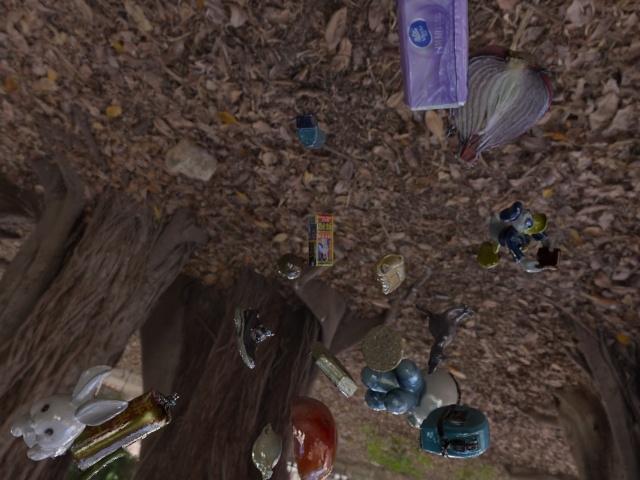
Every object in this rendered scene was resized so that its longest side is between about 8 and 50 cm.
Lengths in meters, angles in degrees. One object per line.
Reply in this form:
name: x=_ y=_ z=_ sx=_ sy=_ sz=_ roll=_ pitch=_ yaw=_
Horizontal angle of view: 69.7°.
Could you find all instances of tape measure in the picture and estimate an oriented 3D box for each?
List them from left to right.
tape measure: x=0.282 y=0.394 z=0.948 sx=0.125 sy=0.081 sz=0.146 roll=-6 pitch=-176 yaw=32

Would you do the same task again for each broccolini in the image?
broccolini: x=-0.513 y=0.519 z=0.962 sx=0.054 sy=0.239 sz=0.051 roll=40 pitch=121 yaw=12

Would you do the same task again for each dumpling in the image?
dumpling: x=-0.212 y=0.818 z=1.775 sx=0.111 sy=0.181 sz=0.155 roll=30 pitch=121 yaw=4

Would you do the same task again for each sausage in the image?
sausage: x=-0.559 y=0.534 z=1.329 sx=0.125 sy=0.317 sz=0.117 roll=57 pitch=158 yaw=24

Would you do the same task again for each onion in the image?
onion: x=0.498 y=-0.388 z=1.333 sx=0.267 sy=0.159 sz=0.349 roll=34 pitch=136 yaw=12

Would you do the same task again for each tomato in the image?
tomato: x=-0.009 y=0.720 z=1.678 sx=0.143 sy=0.339 sz=0.338 roll=-10 pitch=147 yaw=5

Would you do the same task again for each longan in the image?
longan: x=-0.106 y=0.092 z=1.721 sx=0.106 sy=0.119 sz=0.106 roll=51 pitch=156 yaw=33

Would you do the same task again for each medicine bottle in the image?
medicine bottle: x=-0.033 y=-0.424 z=1.810 sx=0.079 sy=0.124 sz=0.258 roll=-4 pitch=-175 yaw=10

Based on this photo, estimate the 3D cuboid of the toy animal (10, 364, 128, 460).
toy animal: x=-0.478 y=0.326 z=0.864 sx=0.220 sy=0.104 sz=0.130 roll=-41 pitch=157 yaw=27

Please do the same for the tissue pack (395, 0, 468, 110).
tissue pack: x=0.262 y=-0.501 z=1.078 sx=0.160 sy=0.242 sz=0.339 roll=-1 pitch=123 yaw=16

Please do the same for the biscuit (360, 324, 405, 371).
biscuit: x=0.196 y=0.344 z=1.463 sx=0.151 sy=0.152 sz=0.020 roll=-2 pitch=163 yaw=35

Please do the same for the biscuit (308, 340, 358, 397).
biscuit: x=0.036 y=0.352 z=1.270 sx=0.150 sy=0.052 sz=0.252 roll=46 pitch=174 yaw=1

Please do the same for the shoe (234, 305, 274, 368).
shoe: x=-0.175 y=0.252 z=1.232 sx=0.099 sy=0.169 sz=0.071 roll=-11 pitch=154 yaw=-8

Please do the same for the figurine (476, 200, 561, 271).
figurine: x=0.663 y=-0.002 z=1.548 sx=0.284 sy=0.204 sz=0.338 roll=53 pitch=177 yaw=39

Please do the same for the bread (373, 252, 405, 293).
bread: x=0.278 y=0.127 z=1.862 sx=0.081 sy=0.134 sz=0.225 roll=49 pitch=169 yaw=35

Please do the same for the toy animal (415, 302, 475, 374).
toy animal: x=0.423 y=0.278 z=1.564 sx=0.205 sy=0.367 sz=0.081 roll=-39 pitch=107 yaw=21

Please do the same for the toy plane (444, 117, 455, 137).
toy plane: x=0.446 y=-0.383 z=1.558 sx=0.024 sy=0.078 sz=0.084 roll=6 pitch=131 yaw=-47

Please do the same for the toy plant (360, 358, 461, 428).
toy plant: x=0.287 y=0.512 z=1.602 sx=0.332 sy=0.247 sz=0.247 roll=27 pitch=152 yaw=-19

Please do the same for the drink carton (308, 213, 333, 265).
drink carton: x=0.000 y=0.000 z=1.482 sx=0.071 sy=0.166 sz=0.056 roll=3 pitch=177 yaw=-34
